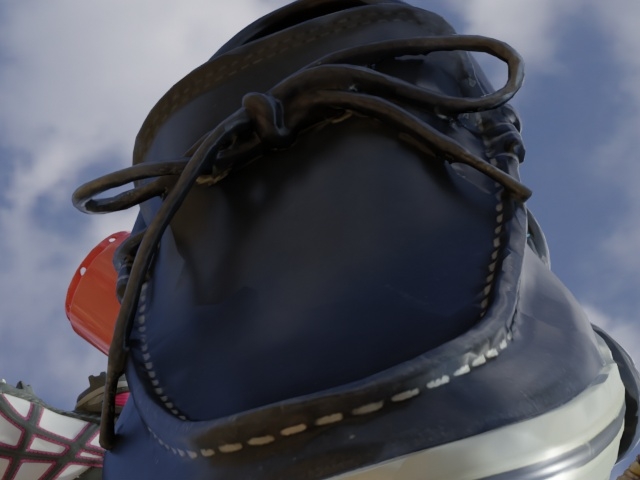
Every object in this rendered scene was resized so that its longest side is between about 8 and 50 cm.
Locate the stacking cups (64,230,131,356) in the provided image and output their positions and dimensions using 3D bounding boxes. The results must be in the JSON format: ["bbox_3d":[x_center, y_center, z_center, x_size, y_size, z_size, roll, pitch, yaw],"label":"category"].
[{"bbox_3d":[0.005,0.100,0.929,0.316,0.096,0.096,29,-72,22],"label":"stacking cups"}]

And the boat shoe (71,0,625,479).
[{"bbox_3d":[0.000,0.000,0.734,0.186,0.500,0.156,-17,-76,7],"label":"boat shoe"}]

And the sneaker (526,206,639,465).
[{"bbox_3d":[0.105,0.039,1.249,0.267,0.106,0.101,50,-56,40],"label":"sneaker"}]

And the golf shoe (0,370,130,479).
[{"bbox_3d":[-0.197,0.157,1.274,0.105,0.272,0.120,119,-40,-50],"label":"golf shoe"}]

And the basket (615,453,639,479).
[{"bbox_3d":[0.300,0.070,0.896,0.223,0.299,0.213,19,-102,-15],"label":"basket"}]
